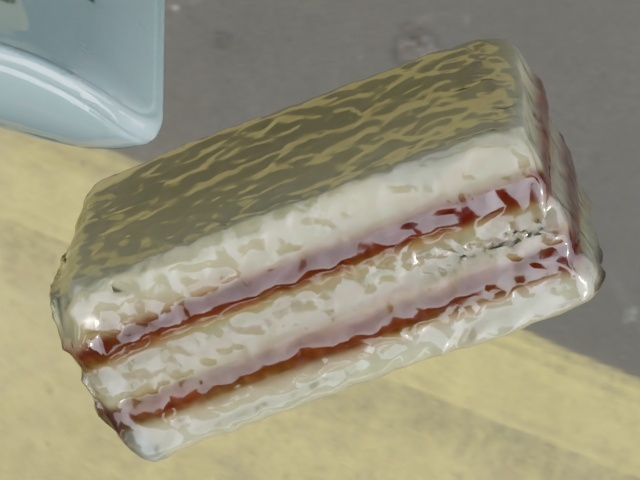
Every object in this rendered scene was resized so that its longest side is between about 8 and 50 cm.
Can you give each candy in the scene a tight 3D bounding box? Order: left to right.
[{"bbox_3d":[0.000,0.000,1.161,0.321,0.179,0.135,-21,113,17],"label":"candy"}]

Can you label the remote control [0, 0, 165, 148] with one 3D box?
[{"bbox_3d":[-0.177,-0.091,0.467,0.293,0.103,0.051,18,126,-18],"label":"remote control"}]
